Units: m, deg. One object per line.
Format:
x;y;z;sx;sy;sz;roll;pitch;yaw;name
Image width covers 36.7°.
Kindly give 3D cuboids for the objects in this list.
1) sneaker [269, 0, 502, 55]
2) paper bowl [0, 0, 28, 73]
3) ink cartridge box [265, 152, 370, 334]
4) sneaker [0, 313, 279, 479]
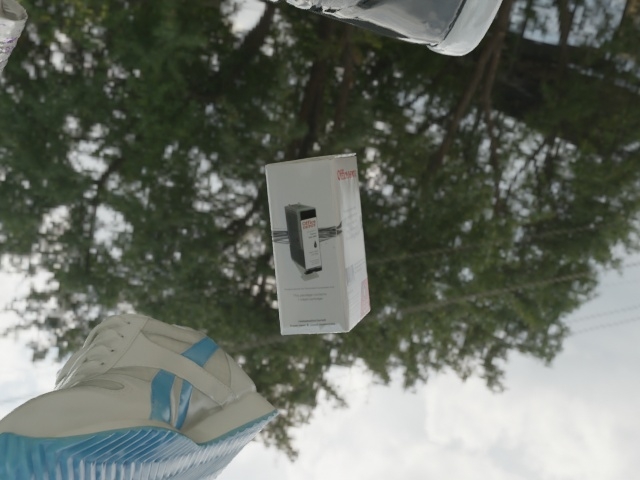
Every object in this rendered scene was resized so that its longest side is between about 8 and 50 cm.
0.029;-0.213;0.393;0.146;0.296;0.104;1;-140;-16;sneaker
-0.366;-0.229;0.747;0.284;0.148;0.284;29;-170;-6;paper bowl
0.000;0.000;0.776;0.056;0.135;0.099;-4;-175;14;ink cartridge box
-0.105;0.090;0.492;0.092;0.087;0.228;46;-171;15;sneaker
